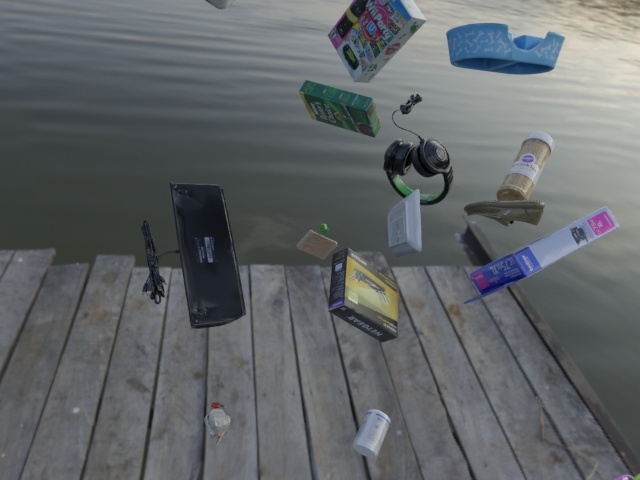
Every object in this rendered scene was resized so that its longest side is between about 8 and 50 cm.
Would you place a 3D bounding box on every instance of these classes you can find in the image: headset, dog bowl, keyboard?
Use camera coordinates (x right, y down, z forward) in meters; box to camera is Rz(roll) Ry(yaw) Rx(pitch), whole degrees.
[{"bbox_3d":[0.349,-0.314,1.809,0.244,0.394,0.185,8,44,37],"label":"headset"},{"bbox_3d":[0.446,-0.459,1.229,0.298,0.073,0.166,0,8,-18],"label":"dog bowl"},{"bbox_3d":[-0.270,0.025,1.032,0.202,0.033,0.316,-1,67,-32],"label":"keyboard"}]

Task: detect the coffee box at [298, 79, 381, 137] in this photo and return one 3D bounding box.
[{"bbox_3d":[0.046,-0.309,1.190,0.184,0.113,0.040,23,76,24],"label":"coffee box"}]

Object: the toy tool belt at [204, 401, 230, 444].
[{"bbox_3d":[-0.211,0.370,1.023,0.052,0.051,0.083,8,9,-22],"label":"toy tool belt"}]

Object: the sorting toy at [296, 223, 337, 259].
[{"bbox_3d":[0.000,0.000,0.965,0.062,0.083,0.012,28,42,-18],"label":"sorting toy"}]

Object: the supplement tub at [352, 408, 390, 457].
[{"bbox_3d":[0.137,0.513,1.349,0.071,0.071,0.107,21,53,17],"label":"supplement tub"}]

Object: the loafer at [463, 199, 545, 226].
[{"bbox_3d":[0.347,-0.051,0.963,0.148,0.050,0.056,2,7,33],"label":"loafer"}]

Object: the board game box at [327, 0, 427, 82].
[{"bbox_3d":[0.184,-0.730,1.736,0.098,0.303,0.223,-14,72,-44],"label":"board game box"}]

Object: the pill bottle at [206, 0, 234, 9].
[{"bbox_3d":[-0.251,-0.551,0.778,0.361,0.204,0.204,32,31,-16],"label":"pill bottle"}]

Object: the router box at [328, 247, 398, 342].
[{"bbox_3d":[0.166,0.206,1.874,0.309,0.081,0.242,34,46,-34],"label":"router box"}]

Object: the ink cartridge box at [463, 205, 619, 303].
[{"bbox_3d":[0.457,0.034,1.088,0.311,0.186,0.065,-26,80,-17],"label":"ink cartridge box"}]

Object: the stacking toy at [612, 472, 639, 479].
[{"bbox_3d":[0.465,0.381,0.696,0.302,0.165,0.175,-20,27,44],"label":"stacking toy"}]

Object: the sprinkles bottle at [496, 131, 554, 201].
[{"bbox_3d":[0.820,-0.282,2.017,0.121,0.121,0.355,24,60,20],"label":"sprinkles bottle"}]

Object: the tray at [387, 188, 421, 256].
[{"bbox_3d":[0.204,-0.036,1.268,0.030,0.145,0.270,-2,-4,-3],"label":"tray"}]
